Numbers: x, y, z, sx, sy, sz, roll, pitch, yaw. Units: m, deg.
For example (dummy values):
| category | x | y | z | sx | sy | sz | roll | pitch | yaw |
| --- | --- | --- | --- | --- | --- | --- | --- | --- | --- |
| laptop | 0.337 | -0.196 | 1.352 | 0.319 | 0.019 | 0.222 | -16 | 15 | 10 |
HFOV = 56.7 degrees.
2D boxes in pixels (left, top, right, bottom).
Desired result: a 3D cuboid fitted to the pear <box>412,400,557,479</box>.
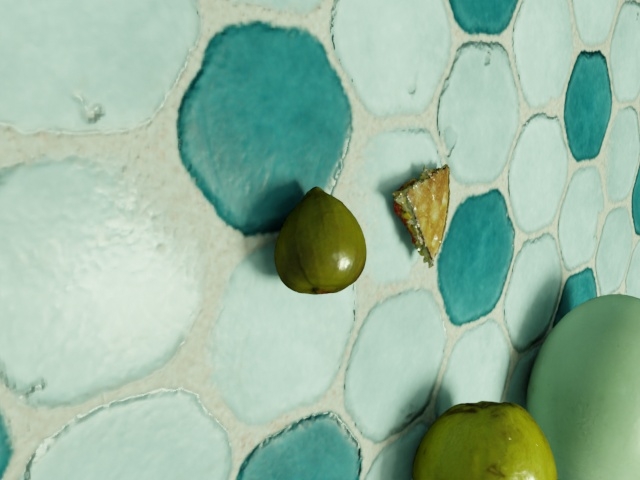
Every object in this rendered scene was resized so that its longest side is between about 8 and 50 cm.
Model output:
| category | x | y | z | sx | sy | sz | roll | pitch | yaw |
| --- | --- | --- | --- | --- | --- | --- | --- | --- | --- |
| pear | 0.172 | 0.250 | 0.631 | 0.148 | 0.148 | 0.162 | 24 | 73 | -45 |

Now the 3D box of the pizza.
| category | x | y | z | sx | sy | sz | roll | pitch | yaw |
| --- | --- | --- | --- | --- | --- | --- | --- | --- | --- |
| pizza | 0.107 | -0.039 | 0.601 | 0.099 | 0.029 | 0.100 | -58 | 135 | -31 |

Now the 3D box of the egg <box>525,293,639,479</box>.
| category | x | y | z | sx | sy | sz | roll | pitch | yaw |
| --- | --- | --- | --- | --- | --- | --- | --- | --- | --- |
| egg | 0.388 | 0.211 | 0.802 | 0.203 | 0.203 | 0.283 | 24 | 79 | -45 |

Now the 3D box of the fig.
| category | x | y | z | sx | sy | sz | roll | pitch | yaw |
| --- | --- | --- | --- | --- | --- | --- | --- | --- | --- |
| fig | 0.000 | 0.000 | 0.467 | 0.074 | 0.074 | 0.088 | 23 | 55 | -45 |
